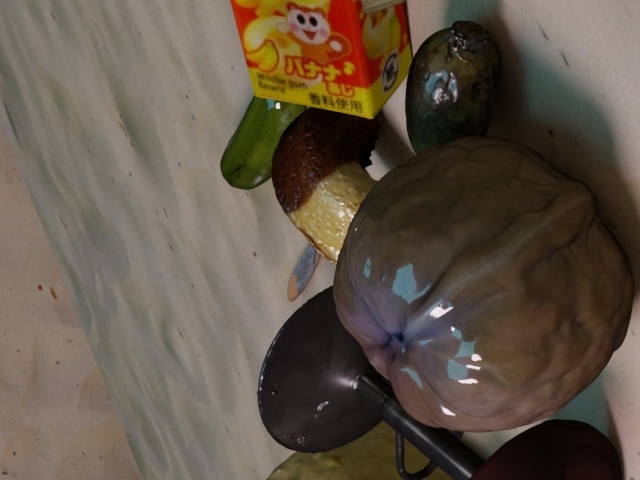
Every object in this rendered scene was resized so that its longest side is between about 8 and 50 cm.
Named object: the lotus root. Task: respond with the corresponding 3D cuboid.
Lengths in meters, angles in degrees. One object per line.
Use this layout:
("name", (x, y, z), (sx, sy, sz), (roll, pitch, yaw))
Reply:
("lotus root", (0.114, -0.124, 1.227), (0.080, 0.089, 0.179), (15, 145, 6))

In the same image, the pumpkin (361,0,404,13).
("pumpkin", (0.073, -0.287, 1.094), (0.110, 0.217, 0.217), (3, 128, 17))

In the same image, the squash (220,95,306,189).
("squash", (-0.072, -0.120, 1.653), (0.080, 0.071, 0.318), (59, 157, 12))

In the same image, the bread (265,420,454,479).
("bread", (0.109, 0.352, 1.567), (0.375, 0.236, 0.165), (39, 145, 45))

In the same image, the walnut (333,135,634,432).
("walnut", (0.139, 0.035, 1.174), (0.248, 0.248, 0.248), (47, 152, 34))

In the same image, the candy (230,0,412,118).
("candy", (-0.011, -0.252, 1.272), (0.146, 0.088, 0.276), (16, 138, 28))

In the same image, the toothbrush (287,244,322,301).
("toothbrush", (0.000, 0.000, 1.688), (0.037, 0.028, 0.375), (51, 155, 11))

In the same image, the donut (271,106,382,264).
("donut", (0.037, -0.062, 1.426), (0.217, 0.141, 0.085), (52, 148, 15))

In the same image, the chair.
("chair", (0.131, 0.217, 1.387), (0.401, 0.226, 0.227), (37, 146, 47))
